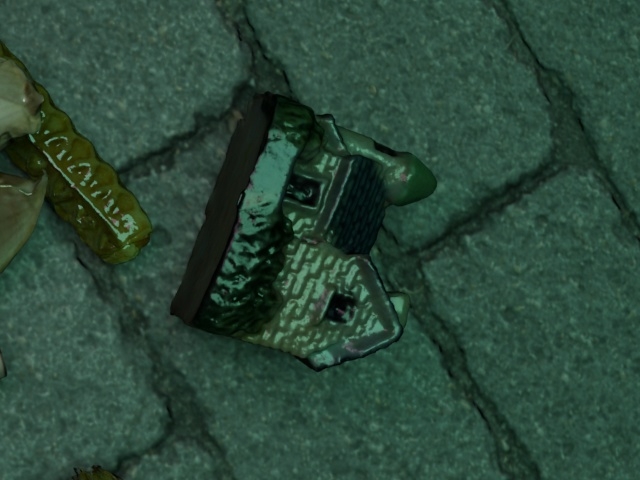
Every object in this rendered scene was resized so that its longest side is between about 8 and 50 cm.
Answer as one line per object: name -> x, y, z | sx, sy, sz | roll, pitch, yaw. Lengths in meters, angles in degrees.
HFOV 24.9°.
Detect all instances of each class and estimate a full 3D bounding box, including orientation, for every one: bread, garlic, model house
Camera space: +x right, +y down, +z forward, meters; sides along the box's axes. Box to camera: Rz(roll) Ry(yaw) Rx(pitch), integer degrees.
bread -> -0.340, -0.122, 1.755 | 0.367, 0.084, 0.077 | 50, 28, -4
garlic -> -0.460, -0.067, 1.636 | 0.313, 0.249, 0.286 | -28, 83, -32
model house -> -0.001, 0.001, 1.763 | 0.284, 0.243, 0.298 | 21, 88, -17

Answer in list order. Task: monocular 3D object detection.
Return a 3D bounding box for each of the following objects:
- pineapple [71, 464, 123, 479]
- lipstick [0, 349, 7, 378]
pineapple -> -0.281, 0.432, 1.657 | 0.272, 0.262, 0.262 | -44, 97, 6
lipstick -> -0.529, 0.171, 1.654 | 0.327, 0.087, 0.087 | -19, 89, -19
